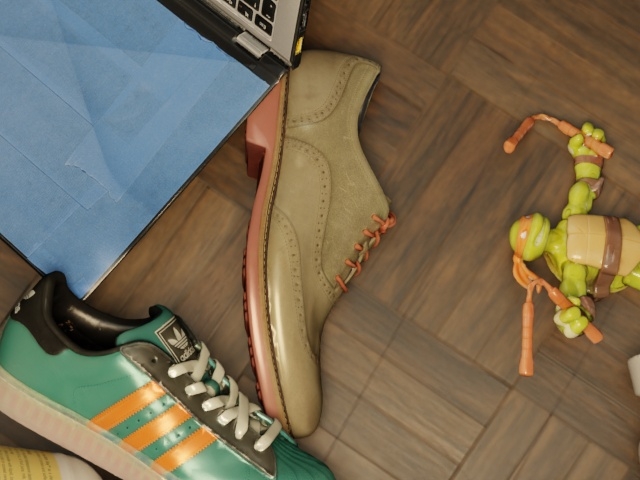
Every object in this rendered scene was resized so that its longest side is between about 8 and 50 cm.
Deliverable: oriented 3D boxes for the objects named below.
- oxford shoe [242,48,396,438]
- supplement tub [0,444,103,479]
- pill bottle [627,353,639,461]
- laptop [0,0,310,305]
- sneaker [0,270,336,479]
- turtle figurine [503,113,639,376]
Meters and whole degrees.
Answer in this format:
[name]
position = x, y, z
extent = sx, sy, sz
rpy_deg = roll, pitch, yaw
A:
[oxford shoe]
position = 0.000, 0.000, 1.446
extent = 0.130, 0.123, 0.348
rpy_deg = 1, 81, -2
[supplement tub]
position = -0.294, 0.271, 1.311
extent = 0.331, 0.241, 0.241
rpy_deg = 11, 80, -20
[pill bottle]
position = 0.343, 0.206, 1.378
extent = 0.153, 0.153, 0.265
rpy_deg = -16, 79, 0
[laptop]
position = -0.219, -0.243, 1.398
extent = 0.382, 0.408, 0.236
rpy_deg = 39, 51, 24
[sneaker]
position = -0.115, 0.125, 1.349
extent = 0.302, 0.108, 0.121
rpy_deg = 24, 107, 6
[turtle figurine]
position = 0.247, 0.021, 1.440
extent = 0.217, 0.087, 0.270
rpy_deg = 10, 52, -2
